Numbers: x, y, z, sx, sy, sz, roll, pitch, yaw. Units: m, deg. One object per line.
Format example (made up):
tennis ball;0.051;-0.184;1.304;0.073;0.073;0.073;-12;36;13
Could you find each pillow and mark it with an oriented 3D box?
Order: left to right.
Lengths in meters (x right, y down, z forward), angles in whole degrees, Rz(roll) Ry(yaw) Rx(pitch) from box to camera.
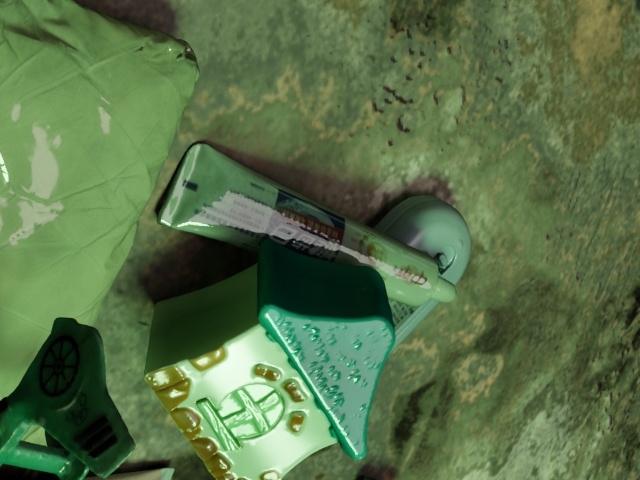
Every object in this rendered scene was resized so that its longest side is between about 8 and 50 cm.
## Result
pillow;-0.215;-0.013;0.700;0.274;0.076;0.281;17;100;-43

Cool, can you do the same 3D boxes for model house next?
model house;-0.021;0.076;0.842;0.149;0.100;0.127;-28;114;9

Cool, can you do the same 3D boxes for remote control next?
remote control;0.022;0.066;0.968;0.244;0.047;0.087;-46;137;-11

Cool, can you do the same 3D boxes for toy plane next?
toy plane;-0.228;0.182;0.699;0.106;0.155;0.382;23;112;-46

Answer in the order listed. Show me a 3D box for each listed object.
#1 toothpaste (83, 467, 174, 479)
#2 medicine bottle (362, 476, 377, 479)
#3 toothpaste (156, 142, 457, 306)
toothpaste;-0.179;0.185;0.864;0.194;0.043;0.067;8;105;-49
medicine bottle;0.011;0.289;1.072;0.051;0.051;0.191;28;92;-45
toothpaste;0.000;0.000;0.891;0.233;0.038;0.060;22;91;-27
